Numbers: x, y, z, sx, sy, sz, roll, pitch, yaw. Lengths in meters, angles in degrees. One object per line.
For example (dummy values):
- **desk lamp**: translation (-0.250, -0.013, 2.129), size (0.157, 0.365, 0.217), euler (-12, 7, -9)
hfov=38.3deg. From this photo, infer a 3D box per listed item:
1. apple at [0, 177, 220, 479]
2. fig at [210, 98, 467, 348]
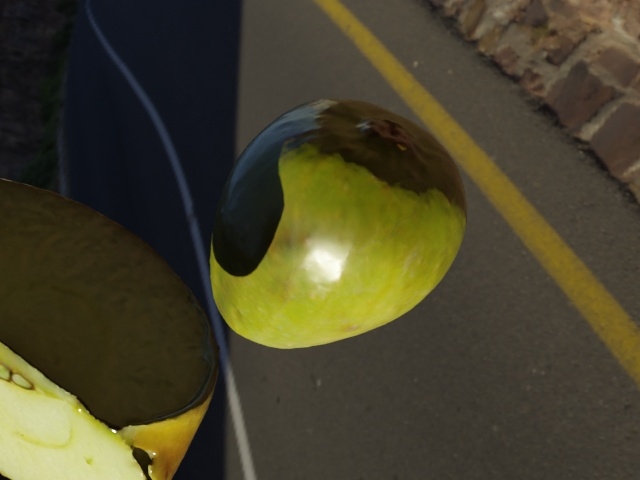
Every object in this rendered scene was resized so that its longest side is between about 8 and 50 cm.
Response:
- **apple**: translation (-0.254, 0.086, 0.807), size (0.254, 0.346, 0.179), euler (-54, -3, -5)
- **fig**: translation (0.000, 0.000, 1.020), size (0.326, 0.258, 0.258), euler (-48, 35, 32)
